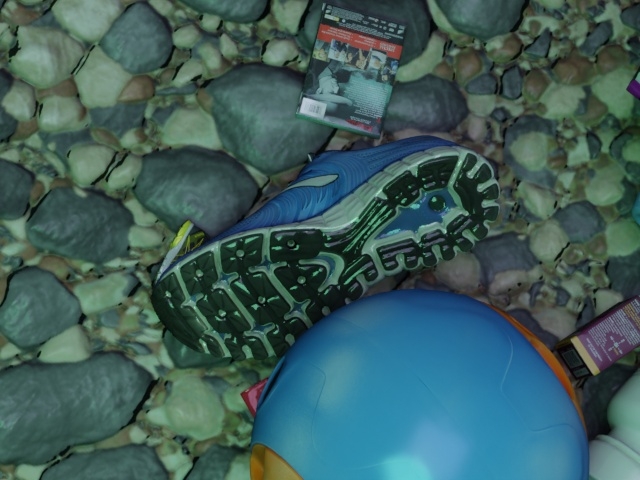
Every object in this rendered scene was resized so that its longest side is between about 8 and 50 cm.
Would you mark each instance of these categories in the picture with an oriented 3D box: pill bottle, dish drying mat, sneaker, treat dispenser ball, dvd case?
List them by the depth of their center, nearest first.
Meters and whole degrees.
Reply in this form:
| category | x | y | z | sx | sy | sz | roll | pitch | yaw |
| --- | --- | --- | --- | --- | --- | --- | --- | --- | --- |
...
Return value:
| category | x | y | z | sx | sy | sz | roll | pitch | yaw |
| --- | --- | --- | --- | --- | --- | --- | --- | --- | --- |
| treat dispenser ball | 0.083 | 0.184 | 1.378 | 0.288 | 0.288 | 0.288 | 2 | 78 | -8 |
| sneaker | 0.000 | 0.000 | 1.497 | 0.330 | 0.147 | 0.129 | -24 | 112 | -1 |
| pill bottle | 0.341 | 0.164 | 1.498 | 0.131 | 0.131 | 0.229 | 45 | 76 | 3 |
| dish drying mat | -0.040 | 0.170 | 1.508 | 0.032 | 0.008 | 0.083 | -30 | 85 | -12 |
| sneaker | -0.130 | 0.022 | 1.515 | 0.035 | 0.031 | 0.083 | 26 | 77 | -5 |
| dvd case | 0.031 | -0.166 | 1.587 | 0.087 | 0.013 | 0.119 | 14 | 75 | -5 |

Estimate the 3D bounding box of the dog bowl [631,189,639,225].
| category | x | y | z | sx | sy | sz | roll | pitch | yaw |
| --- | --- | --- | --- | --- | --- | --- | --- | --- | --- |
| dog bowl | 0.422 | 0.020 | 1.531 | 0.297 | 0.166 | 0.074 | 36 | 88 | 1 |

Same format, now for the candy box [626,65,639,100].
| category | x | y | z | sx | sy | sz | roll | pitch | yaw |
| --- | --- | --- | --- | --- | --- | --- | --- | --- | --- |
| candy box | 0.413 | -0.173 | 1.486 | 0.159 | 0.071 | 0.233 | 40 | 59 | 11 |

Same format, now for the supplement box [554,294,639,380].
| category | x | y | z | sx | sy | sz | roll | pitch | yaw |
| --- | --- | --- | --- | --- | --- | --- | --- | --- | --- |
| supplement box | 0.273 | 0.093 | 1.544 | 0.083 | 0.055 | 0.043 | -32 | 85 | -12 |
